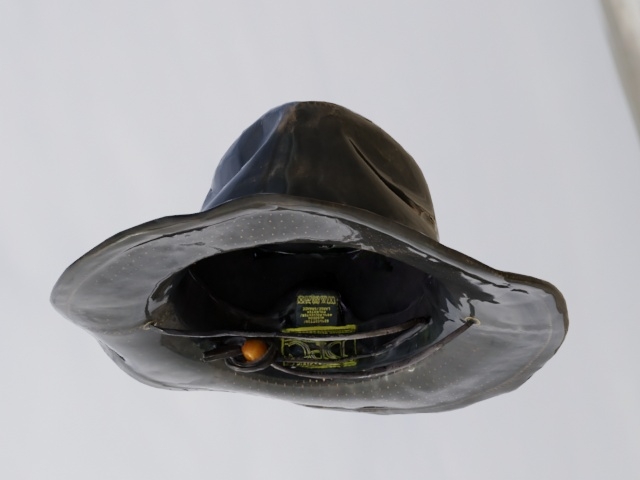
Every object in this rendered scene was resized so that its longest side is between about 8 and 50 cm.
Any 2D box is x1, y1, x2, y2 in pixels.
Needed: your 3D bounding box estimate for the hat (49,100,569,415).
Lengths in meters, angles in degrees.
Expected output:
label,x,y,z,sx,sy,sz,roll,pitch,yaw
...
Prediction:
label,x,y,z,sx,sy,sz,roll,pitch,yaw
hat,0.000,0.000,1.116,0.331,0.331,0.134,52,-141,-61
